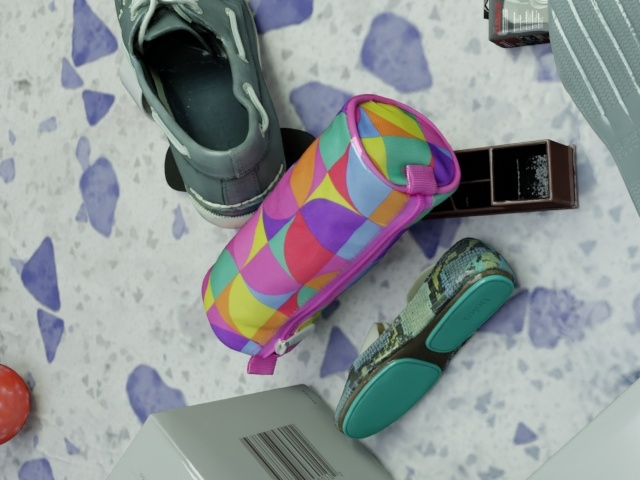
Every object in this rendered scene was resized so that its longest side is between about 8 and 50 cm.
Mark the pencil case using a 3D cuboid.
[{"bbox_3d":[0.000,0.000,0.664,0.104,0.104,0.236,58,133,21],"label":"pencil case"}]

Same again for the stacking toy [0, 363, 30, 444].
[{"bbox_3d":[-0.453,0.152,0.990,0.331,0.141,0.141,6,92,27],"label":"stacking toy"}]

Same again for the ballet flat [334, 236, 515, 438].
[{"bbox_3d":[0.072,0.072,0.681,0.188,0.070,0.070,-48,64,21],"label":"ballet flat"}]

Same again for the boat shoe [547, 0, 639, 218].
[{"bbox_3d":[0.217,-0.094,0.578,0.083,0.076,0.226,-26,79,58],"label":"boat shoe"}]

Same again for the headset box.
[{"bbox_3d":[0.157,-0.174,0.643,0.083,0.032,0.062,1,89,32],"label":"headset box"}]

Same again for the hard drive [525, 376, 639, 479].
[{"bbox_3d":[0.225,0.216,0.578,0.307,0.040,0.203,-50,64,22],"label":"hard drive"}]

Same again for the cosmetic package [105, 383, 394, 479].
[{"bbox_3d":[-0.117,0.300,0.711,0.155,0.197,0.365,44,113,26],"label":"cosmetic package"}]

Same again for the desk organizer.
[{"bbox_3d":[0.115,-0.043,0.654,0.130,0.050,0.047,-4,86,34],"label":"desk organizer"}]

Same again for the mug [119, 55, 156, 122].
[{"bbox_3d":[-0.150,-0.154,0.840,0.064,0.078,0.062,41,143,37],"label":"mug"}]

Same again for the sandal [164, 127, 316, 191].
[{"bbox_3d":[-0.078,-0.065,0.790,0.179,0.040,0.067,2,89,34],"label":"sandal"}]

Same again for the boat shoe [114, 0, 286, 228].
[{"bbox_3d":[-0.106,-0.166,0.742,0.116,0.099,0.319,-19,66,-4],"label":"boat shoe"}]
